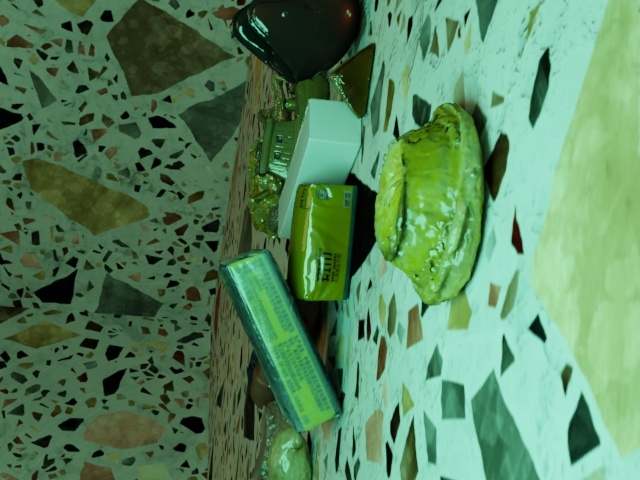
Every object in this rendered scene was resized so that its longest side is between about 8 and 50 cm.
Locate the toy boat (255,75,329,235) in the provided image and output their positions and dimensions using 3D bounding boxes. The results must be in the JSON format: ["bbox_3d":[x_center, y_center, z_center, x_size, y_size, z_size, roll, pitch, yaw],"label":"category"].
[{"bbox_3d":[-0.054,-0.168,1.628,0.089,0.121,0.321,159,115,-85],"label":"toy boat"}]

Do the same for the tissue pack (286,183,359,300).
[{"bbox_3d":[0.000,0.000,1.333,0.120,0.082,0.169,-161,77,-78],"label":"tissue pack"}]

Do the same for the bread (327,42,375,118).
[{"bbox_3d":[0.041,-0.229,1.289,0.043,0.062,0.109,-128,47,-77],"label":"bread"}]

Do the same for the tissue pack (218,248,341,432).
[{"bbox_3d":[-0.062,0.137,1.332,0.185,0.081,0.257,177,69,-81],"label":"tissue pack"}]

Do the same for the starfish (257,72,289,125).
[{"bbox_3d":[-0.103,-0.234,2.105,0.302,0.060,0.299,-162,71,-74],"label":"starfish"}]

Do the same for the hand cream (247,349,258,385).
[{"bbox_3d":[-0.097,0.216,1.846,0.270,0.061,0.120,112,150,-51],"label":"hand cream"}]

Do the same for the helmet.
[{"bbox_3d":[-0.036,-0.349,1.396,0.189,0.193,0.216,-151,56,-75],"label":"helmet"}]

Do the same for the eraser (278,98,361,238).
[{"bbox_3d":[-0.007,-0.102,1.437,0.298,0.078,0.076,113,160,-59],"label":"eraser"}]

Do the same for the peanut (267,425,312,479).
[{"bbox_3d":[-0.055,0.387,1.462,0.082,0.082,0.187,-110,27,-67],"label":"peanut"}]

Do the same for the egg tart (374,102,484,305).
[{"bbox_3d":[0.096,-0.036,0.851,0.191,0.074,0.191,-173,90,-82],"label":"egg tart"}]

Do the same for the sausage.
[{"bbox_3d":[-0.060,0.180,1.575,0.433,0.087,0.088,109,163,-52],"label":"sausage"}]

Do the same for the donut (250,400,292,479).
[{"bbox_3d":[-0.079,0.374,1.614,0.117,0.065,0.166,-153,73,-77],"label":"donut"}]

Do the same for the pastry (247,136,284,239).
[{"bbox_3d":[-0.091,-0.105,1.797,0.250,0.102,0.154,93,179,-65],"label":"pastry"}]
